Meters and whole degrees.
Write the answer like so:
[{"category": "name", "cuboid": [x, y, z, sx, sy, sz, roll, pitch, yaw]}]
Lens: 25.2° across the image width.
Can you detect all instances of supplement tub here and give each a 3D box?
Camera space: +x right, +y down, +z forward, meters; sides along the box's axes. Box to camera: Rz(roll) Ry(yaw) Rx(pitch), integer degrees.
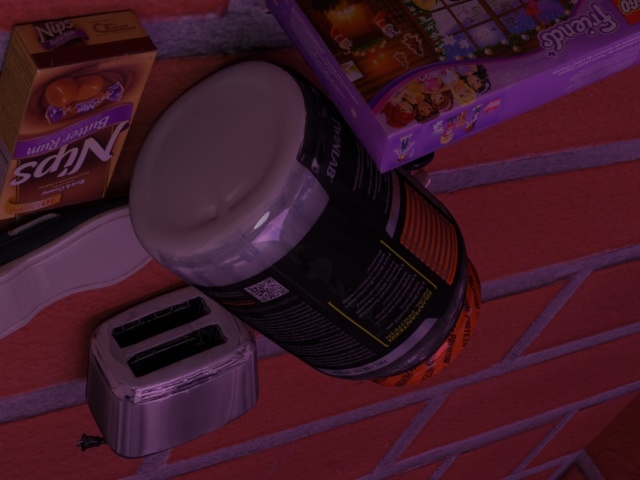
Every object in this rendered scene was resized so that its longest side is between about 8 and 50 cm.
[{"category": "supplement tub", "cuboid": [0.000, 0.000, 1.334, 0.207, 0.207, 0.338, -38, 136, 12]}]

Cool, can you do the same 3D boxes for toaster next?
[{"category": "toaster", "cuboid": [-0.171, 0.143, 1.586, 0.227, 0.129, 0.146, -20, 148, -21]}]

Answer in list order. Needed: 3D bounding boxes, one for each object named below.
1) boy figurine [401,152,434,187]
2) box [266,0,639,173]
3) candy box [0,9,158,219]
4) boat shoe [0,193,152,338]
[{"category": "boy figurine", "cuboid": [0.039, -0.018, 1.580, 0.177, 0.092, 0.285, -23, 150, -25]}, {"category": "box", "cuboid": [0.128, -0.197, 1.229, 0.293, 0.201, 0.057, -24, 154, -19]}, {"category": "candy box", "cuboid": [-0.213, -0.101, 1.184, 0.109, 0.053, 0.187, -15, 151, -34]}, {"category": "boat shoe", "cuboid": [-0.245, 0.013, 1.312, 0.254, 0.079, 0.095, -32, 140, -22]}]
